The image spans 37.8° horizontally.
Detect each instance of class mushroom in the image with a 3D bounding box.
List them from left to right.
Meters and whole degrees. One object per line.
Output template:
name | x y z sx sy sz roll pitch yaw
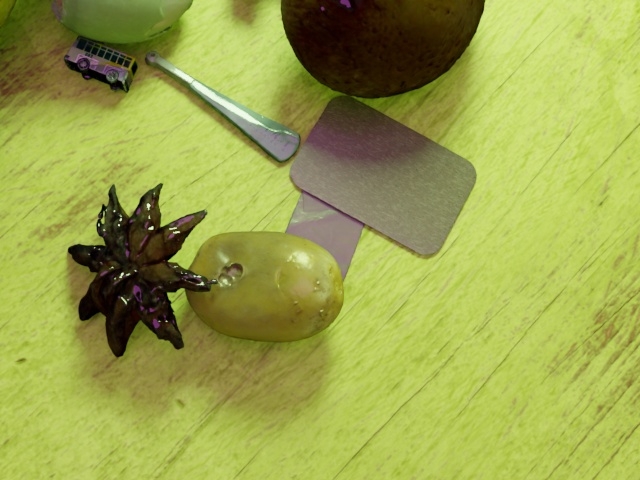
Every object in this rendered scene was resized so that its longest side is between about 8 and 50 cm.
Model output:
mushroom | 0.061 -0.382 1.435 0.334 0.356 0.331 28 71 -36

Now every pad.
pad | 0.000 0.000 1.434 0.113 0.006 0.188 21 77 1
pad | 0.100 -0.105 1.464 0.266 0.002 0.176 29 75 2

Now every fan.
fan | -0.154 -0.218 1.465 0.282 0.023 0.057 36 79 3

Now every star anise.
star anise | -0.273 0.036 1.316 0.272 0.102 0.272 -2 85 26

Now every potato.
potato | -0.082 0.071 1.346 0.233 0.146 0.150 5 45 15

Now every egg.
egg | -0.295 -0.391 1.413 0.217 0.183 0.183 -8 78 -24

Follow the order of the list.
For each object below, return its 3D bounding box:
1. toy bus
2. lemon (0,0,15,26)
toy bus | -0.339 -0.275 1.447 0.102 0.052 0.058 23 77 0
lemon | -0.586 -0.405 1.321 0.364 0.364 0.364 1 77 -4
